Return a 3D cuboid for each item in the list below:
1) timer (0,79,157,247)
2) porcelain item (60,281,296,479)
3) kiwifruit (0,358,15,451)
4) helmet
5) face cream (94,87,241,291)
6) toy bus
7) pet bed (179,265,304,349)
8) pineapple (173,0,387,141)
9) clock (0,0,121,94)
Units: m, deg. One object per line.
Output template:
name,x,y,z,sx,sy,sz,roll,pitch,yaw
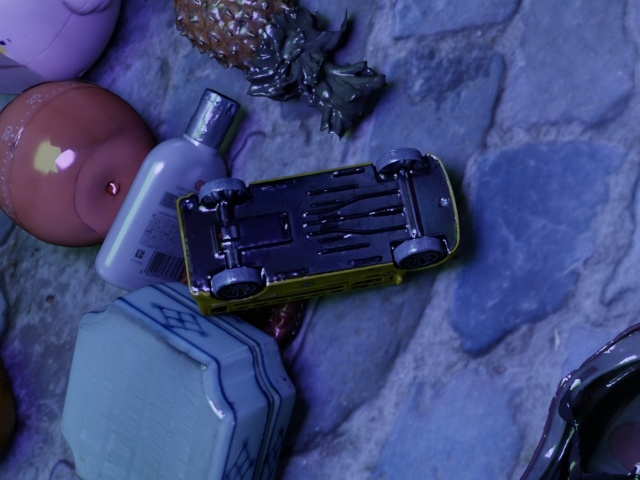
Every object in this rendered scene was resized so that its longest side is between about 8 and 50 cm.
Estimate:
timer,-0.342,-0.107,1.974,0.215,0.229,0.230,31,99,41
porcelain item,-0.183,0.217,1.837,0.281,0.157,0.286,27,115,30
kiwifruit,-0.541,0.230,2.063,0.196,0.196,0.234,-40,68,20
helmet,0.372,0.257,1.501,0.271,0.197,0.338,30,92,39
face cream,-0.195,-0.065,1.926,0.071,0.144,0.291,34,102,39
toy bus,-0.002,-0.005,1.754,0.331,0.151,0.145,-9,67,-4
pet bed,-0.103,0.061,1.904,0.201,0.053,0.201,-8,75,30
pineapple,-0.047,-0.261,1.881,0.310,0.141,0.170,39,78,22
clock,-0.432,-0.403,2.055,0.368,0.250,0.377,1,70,34
